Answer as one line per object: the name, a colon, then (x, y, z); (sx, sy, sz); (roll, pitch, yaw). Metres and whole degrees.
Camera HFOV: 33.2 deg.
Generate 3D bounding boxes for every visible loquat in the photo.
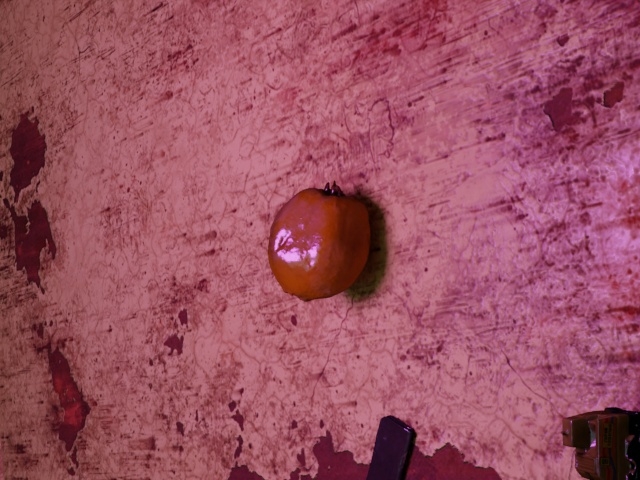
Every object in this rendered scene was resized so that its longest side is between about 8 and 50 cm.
loquat: (0.000, 0.000, 1.981); (0.187, 0.176, 0.234); (14, 81, 9)

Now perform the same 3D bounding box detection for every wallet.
wallet: (0.124, 0.398, 1.949); (0.082, 0.018, 0.156); (27, 111, 46)

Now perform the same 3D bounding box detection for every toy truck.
toy truck: (0.410, 0.365, 1.492); (0.127, 0.127, 0.257); (167, 99, -75)
